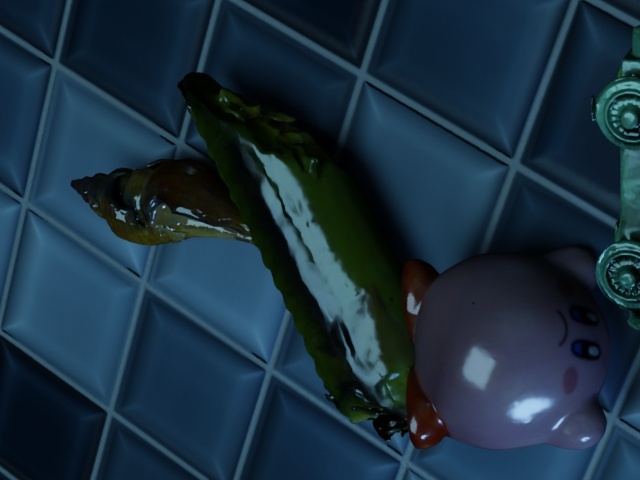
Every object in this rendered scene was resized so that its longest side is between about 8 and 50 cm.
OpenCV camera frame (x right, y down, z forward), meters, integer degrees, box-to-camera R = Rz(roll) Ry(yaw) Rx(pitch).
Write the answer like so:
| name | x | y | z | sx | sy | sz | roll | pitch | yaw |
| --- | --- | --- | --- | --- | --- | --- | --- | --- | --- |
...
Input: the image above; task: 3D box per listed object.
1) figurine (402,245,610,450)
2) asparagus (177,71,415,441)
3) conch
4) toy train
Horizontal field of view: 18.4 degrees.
| name | x | y | z | sx | sy | sz | roll | pitch | yaw |
| --- | --- | --- | --- | --- | --- | --- | --- | --- | --- |
| figurine | 0.157 | 0.092 | 1.647 | 0.173 | 0.173 | 0.173 | 15 | 116 | 33 |
| asparagus | 0.000 | 0.000 | 1.765 | 0.128 | 0.108 | 0.382 | -30 | 88 | 56 |
| conch | -0.127 | -0.037 | 1.872 | 0.232 | 0.086 | 0.080 | -3 | 66 | 25 |
| toy train | 0.297 | -0.043 | 1.538 | 0.157 | 0.105 | 0.253 | 6 | 111 | 21 |
